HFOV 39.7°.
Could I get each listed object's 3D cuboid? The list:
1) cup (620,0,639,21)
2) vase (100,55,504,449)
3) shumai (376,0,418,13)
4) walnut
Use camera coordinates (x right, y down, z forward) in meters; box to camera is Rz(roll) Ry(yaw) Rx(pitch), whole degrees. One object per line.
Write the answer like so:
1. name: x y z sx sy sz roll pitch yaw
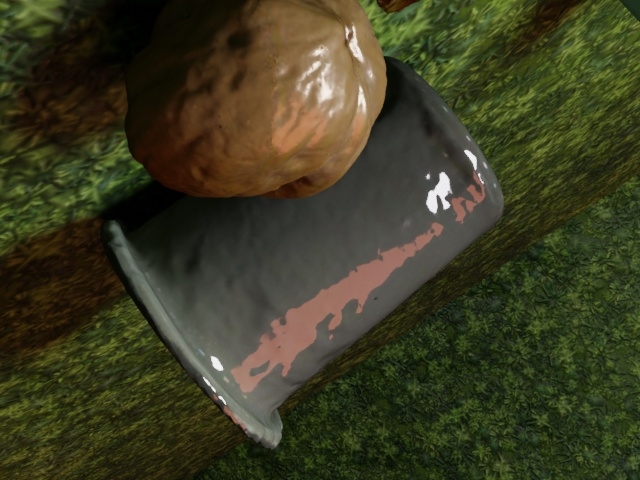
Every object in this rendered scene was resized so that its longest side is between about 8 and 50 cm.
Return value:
1. cup: 0.353 -0.206 0.778 0.148 0.236 0.134 -33 164 14
2. vase: 0.000 0.000 0.765 0.291 0.245 0.245 -36 165 -1
3. shumai: 0.044 -0.187 0.518 0.124 0.087 0.099 -43 160 32
4. walnut: -0.039 -0.093 0.544 0.166 0.149 0.166 -33 -168 8
